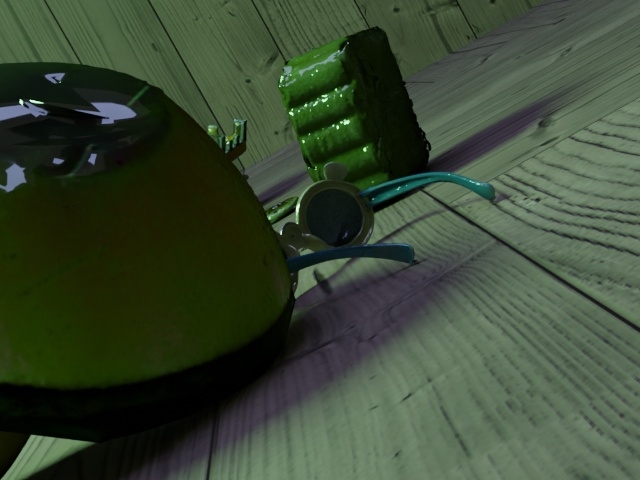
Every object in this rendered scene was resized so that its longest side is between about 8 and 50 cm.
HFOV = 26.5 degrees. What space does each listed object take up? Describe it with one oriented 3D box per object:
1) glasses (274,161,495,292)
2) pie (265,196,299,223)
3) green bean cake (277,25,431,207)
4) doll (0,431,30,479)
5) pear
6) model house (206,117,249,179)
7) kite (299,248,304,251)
[{"bbox_3d":[0.042,0.005,1.251,0.220,0.088,0.190,7,31,44],"label":"glasses"},{"bbox_3d":[-0.067,-0.043,2.063,0.084,0.021,0.084,-30,7,4],"label":"pie"},{"bbox_3d":[0.044,-0.144,1.626,0.113,0.200,0.214,-17,7,20],"label":"green bean cake"},{"bbox_3d":[-0.418,0.212,1.085,0.348,0.161,0.423,-9,34,31],"label":"doll"},{"bbox_3d":[-0.213,-0.028,1.079,0.399,0.165,0.399,3,30,-2],"label":"pear"},{"bbox_3d":[-0.243,-0.107,2.430,0.198,0.215,0.224,5,15,10],"label":"model house"},{"bbox_3d":[-0.006,0.003,1.574,0.044,0.002,0.078,-29,7,5],"label":"kite"}]
